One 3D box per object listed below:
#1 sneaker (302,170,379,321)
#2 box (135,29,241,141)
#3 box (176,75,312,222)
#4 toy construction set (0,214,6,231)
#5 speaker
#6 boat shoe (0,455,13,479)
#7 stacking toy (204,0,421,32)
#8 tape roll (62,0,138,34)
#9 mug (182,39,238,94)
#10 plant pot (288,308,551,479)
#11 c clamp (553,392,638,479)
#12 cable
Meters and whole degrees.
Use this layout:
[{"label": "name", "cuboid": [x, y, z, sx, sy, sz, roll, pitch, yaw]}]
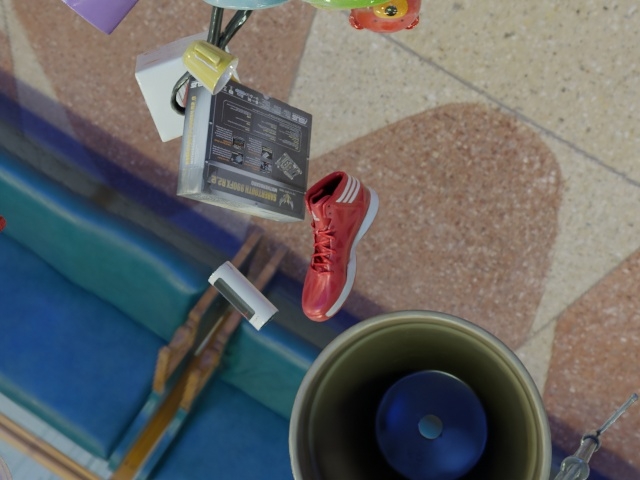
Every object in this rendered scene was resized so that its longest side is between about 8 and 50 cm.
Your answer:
[{"label": "sneaker", "cuboid": [0.000, 0.000, 1.170, 0.087, 0.221, 0.128, 8, 164, 37]}, {"label": "box", "cuboid": [-0.312, -0.382, 1.915, 0.345, 0.215, 0.168, -119, 9, -67]}, {"label": "box", "cuboid": [-0.110, -0.137, 1.236, 0.056, 0.182, 0.231, -2, 170, 40]}, {"label": "toy construction set", "cuboid": [-0.554, -0.022, 0.891, 0.309, 0.237, 0.257, 27, 139, -5]}, {"label": "speaker", "cuboid": [-0.143, 0.103, 1.489, 0.136, 0.055, 0.055, 45, 148, 5]}, {"label": "boat shoe", "cuboid": [-0.544, 0.450, 1.246, 0.098, 0.277, 0.096, -23, 143, 7]}, {"label": "stacking toy", "cuboid": [-0.023, -0.295, 0.958, 0.309, 0.279, 0.130, 7, 126, 8]}, {"label": "tape roll", "cuboid": [-0.377, -0.412, 1.235, 0.189, 0.080, 0.189, 42, -175, -4]}, {"label": "mug", "cuboid": [-0.155, -0.251, 1.111, 0.064, 0.062, 0.078, 36, 141, 0]}, {"label": "plant pot", "cuboid": [0.143, 0.264, 1.103, 0.323, 0.323, 0.280, 25, 178, 14]}, {"label": "c clamp", "cuboid": [0.215, 0.198, 0.689, 0.022, 0.161, 0.137, 39, 111, 20]}, {"label": "cable", "cuboid": [-0.187, -0.318, 1.363, 0.072, 0.140, 0.287, -117, 29, -46]}]
